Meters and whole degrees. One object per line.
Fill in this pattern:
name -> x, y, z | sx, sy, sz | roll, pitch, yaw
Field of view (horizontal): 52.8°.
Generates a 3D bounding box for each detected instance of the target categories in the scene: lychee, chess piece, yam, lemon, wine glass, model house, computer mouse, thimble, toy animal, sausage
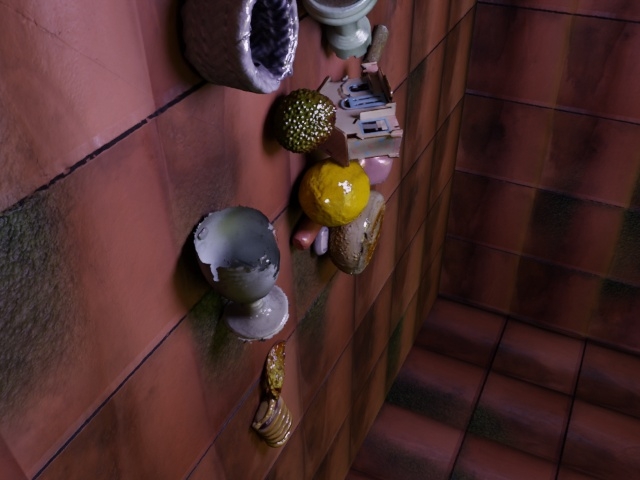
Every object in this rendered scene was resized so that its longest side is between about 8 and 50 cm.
lychee -> -0.047, -0.296, 1.614 | 0.171, 0.171, 0.171 | -50, 149, -47
chess piece -> 0.062, -0.587, 1.656 | 0.299, 0.195, 0.194 | 55, 53, -76
yam -> 0.181, -0.627, 2.081 | 0.132, 0.054, 0.054 | -71, 159, -7
lemon -> 0.041, -0.143, 1.869 | 0.260, 0.204, 0.204 | -42, 143, -57
wine glass -> -0.177, 0.082, 1.515 | 0.357, 0.191, 0.190 | 86, 28, -52
model house -> 0.080, -0.365, 1.821 | 0.169, 0.245, 0.326 | 79, 0, -52
computer mouse -> -0.002, 0.000, 2.091 | 0.066, 0.039, 0.096 | -15, 111, -67
thimble -> -0.153, -0.408, 1.253 | 0.217, 0.157, 0.245 | -61, 155, -25
toy animal -> 0.160, -0.304, 2.098 | 0.195, 0.169, 0.281 | -53, 152, -49
sausage -> -0.032, -0.038, 1.953 | 0.154, 0.062, 0.062 | -57, 153, -35

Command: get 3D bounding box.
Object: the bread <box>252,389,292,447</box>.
bread -> -0.148, 0.580, 2.081 | 0.134, 0.081, 0.225 | -62, 155, -28

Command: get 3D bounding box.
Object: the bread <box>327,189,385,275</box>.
bread -> 0.116, -0.037, 2.174 | 0.305, 0.159, 0.305 | 18, 90, -81

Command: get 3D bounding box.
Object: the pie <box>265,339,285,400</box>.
pie -> -0.139, 0.397, 2.005 | 0.088, 0.033, 0.191 | 28, 60, -49
